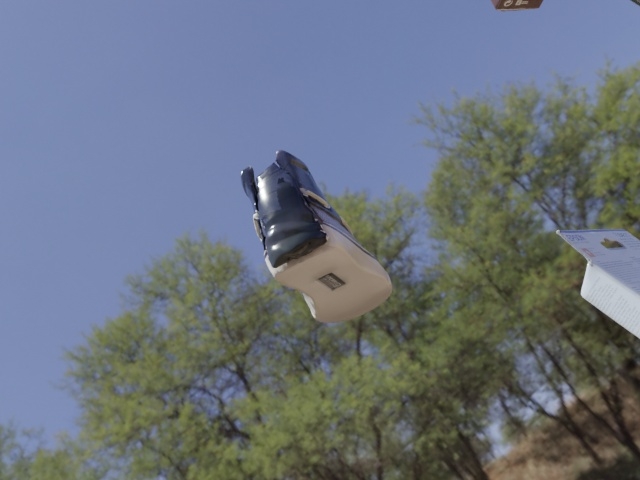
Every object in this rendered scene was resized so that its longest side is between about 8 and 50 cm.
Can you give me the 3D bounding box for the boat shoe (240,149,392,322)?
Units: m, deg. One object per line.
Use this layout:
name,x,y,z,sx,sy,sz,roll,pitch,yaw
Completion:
boat shoe,0.000,0.000,1.067,0.127,0.158,0.340,-24,-23,5

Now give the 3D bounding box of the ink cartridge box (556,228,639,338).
ink cartridge box,0.389,0.068,0.895,0.223,0.224,0.045,-1,-54,-49

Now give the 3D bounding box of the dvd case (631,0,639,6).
dvd case,0.660,-0.570,1.705,0.030,0.238,0.179,-58,5,12

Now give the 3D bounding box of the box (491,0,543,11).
box,0.510,-0.760,1.871,0.143,0.191,0.381,-8,-30,-18
